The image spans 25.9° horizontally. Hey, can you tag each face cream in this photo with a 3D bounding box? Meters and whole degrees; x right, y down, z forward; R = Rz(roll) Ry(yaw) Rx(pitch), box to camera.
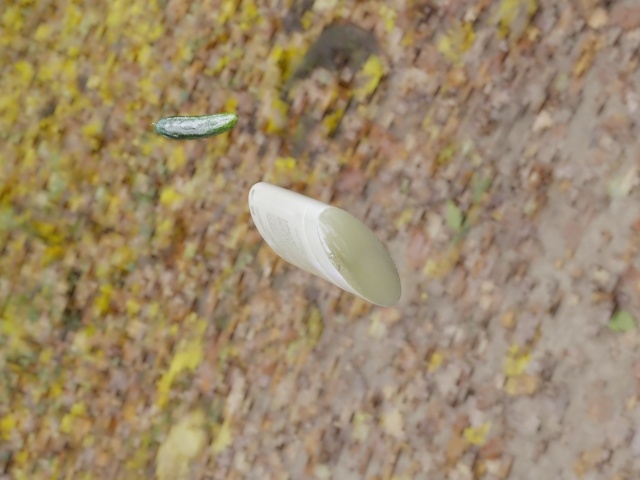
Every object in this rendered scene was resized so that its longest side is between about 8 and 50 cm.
[{"bbox_3d":[0.000,0.000,2.114,0.081,0.173,0.348,-41,20,-11],"label":"face cream"}]

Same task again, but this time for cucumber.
[{"bbox_3d":[-0.186,-0.167,2.049,0.168,0.039,0.039,-2,64,33],"label":"cucumber"}]
